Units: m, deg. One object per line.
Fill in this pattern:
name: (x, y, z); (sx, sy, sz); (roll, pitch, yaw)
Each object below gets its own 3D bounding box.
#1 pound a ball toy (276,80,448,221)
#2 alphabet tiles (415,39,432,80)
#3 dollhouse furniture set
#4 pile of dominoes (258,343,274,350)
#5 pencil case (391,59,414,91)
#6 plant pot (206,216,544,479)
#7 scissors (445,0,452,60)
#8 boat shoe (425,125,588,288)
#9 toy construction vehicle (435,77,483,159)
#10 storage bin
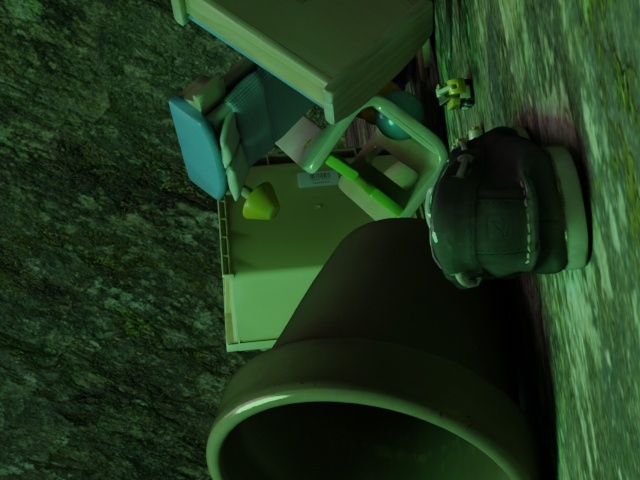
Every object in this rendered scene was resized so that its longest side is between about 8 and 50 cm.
pound a ball toy: (0.071, -0.102, 1.802); (0.136, 0.208, 0.319); (-53, 16, 4)
alphabet tiles: (0.089, -0.356, 1.761); (0.342, 0.011, 0.285); (-98, -1, -49)
dollhouse furniture set: (0.021, -0.168, 1.557); (0.198, 0.286, 0.303); (36, 156, 23)
pile of dominoes: (0.012, 0.082, 2.077); (0.196, 0.251, 0.040); (-99, 5, -51)
pencil case: (0.044, -0.285, 2.015); (0.119, 0.133, 0.306); (-51, 28, 29)
plant pot: (0.064, 0.111, 1.289); (0.263, 0.263, 0.229); (86, -163, -49)
scissors: (0.112, -0.301, 1.402); (0.297, 0.021, 0.109); (84, 176, -48)
boat shoe: (0.108, -0.023, 1.110); (0.335, 0.095, 0.112); (-151, 55, -88)
toy construction vehicle: (0.121, -0.100, 1.418); (0.098, 0.035, 0.086); (135, 129, -88)
storage bin: (0.000, 0.000, 2.047); (0.260, 0.262, 0.123); (-98, 3, -50)
